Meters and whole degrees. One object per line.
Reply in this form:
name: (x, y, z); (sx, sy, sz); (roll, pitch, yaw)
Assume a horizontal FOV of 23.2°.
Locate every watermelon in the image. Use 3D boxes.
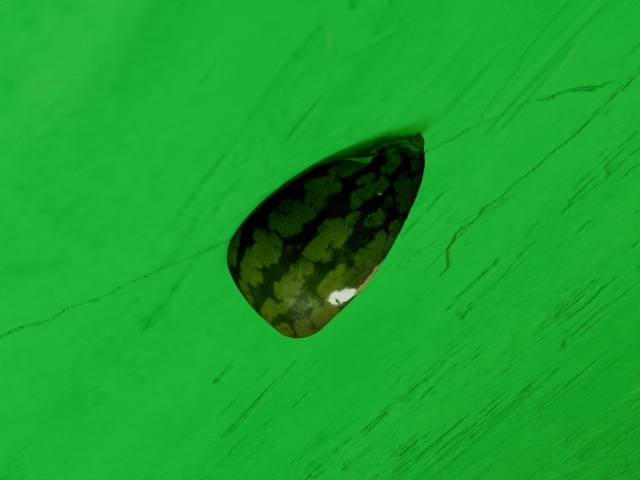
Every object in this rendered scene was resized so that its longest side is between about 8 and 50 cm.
watermelon: (-0.011, -0.003, 0.925); (0.069, 0.087, 0.163); (32, 125, -21)
